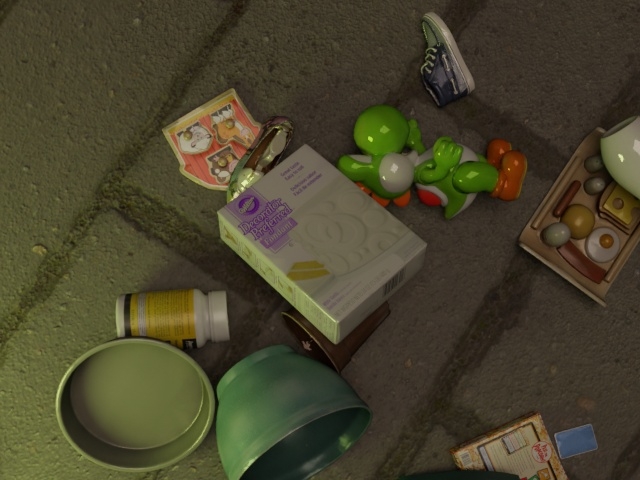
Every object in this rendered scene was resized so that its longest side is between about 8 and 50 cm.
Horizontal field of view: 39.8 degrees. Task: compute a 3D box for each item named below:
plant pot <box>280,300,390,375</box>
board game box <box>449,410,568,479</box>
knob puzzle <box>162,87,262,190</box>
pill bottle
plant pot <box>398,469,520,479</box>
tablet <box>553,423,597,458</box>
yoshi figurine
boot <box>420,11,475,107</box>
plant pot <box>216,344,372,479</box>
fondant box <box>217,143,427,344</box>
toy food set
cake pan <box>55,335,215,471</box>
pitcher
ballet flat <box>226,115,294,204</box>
[{"bbox_3d":[0.037,0.149,1.727,0.165,0.167,0.167,-42,90,-15],"label":"plant pot"},{"bbox_3d":[0.378,0.451,1.780,0.193,0.045,0.147,-22,87,-6],"label":"board game box"},{"bbox_3d":[-0.200,-0.187,1.793,0.213,0.030,0.213,0,85,-6],"label":"knob puzzle"},{"bbox_3d":[-0.283,0.154,1.711,0.208,0.119,0.119,-5,85,-5],"label":"pill bottle"},{"bbox_3d":[0.277,0.530,1.675,0.234,0.165,0.166,-12,90,7],"label":"plant pot"},{"bbox_3d":[0.524,0.412,1.816,0.083,0.006,0.054,-14,86,-7],"label":"tablet"},{"bbox_3d":[0.213,-0.180,1.753,0.362,0.204,0.203,3,60,-6],"label":"yoshi figurine"},{"bbox_3d":[0.240,-0.374,1.827,0.086,0.069,0.190,-29,90,-10],"label":"boot"},{"bbox_3d":[-0.077,0.321,1.655,0.293,0.293,0.196,-32,62,-7],"label":"plant pot"},{"bbox_3d":[0.000,0.000,1.679,0.238,0.096,0.330,-40,65,-22],"label":"fondant box"},{"bbox_3d":[0.574,-0.049,1.817,0.219,0.092,0.306,35,83,-1],"label":"toy food set"},{"bbox_3d":[-0.346,0.302,1.670,0.293,0.054,0.293,-2,113,-6],"label":"cake pan"},{"bbox_3d":[0.663,-0.153,1.767,0.177,0.125,0.207,-39,97,-36],"label":"pitcher"},{"bbox_3d":[-0.118,-0.153,1.761,0.076,0.079,0.222,32,81,-21],"label":"ballet flat"}]
